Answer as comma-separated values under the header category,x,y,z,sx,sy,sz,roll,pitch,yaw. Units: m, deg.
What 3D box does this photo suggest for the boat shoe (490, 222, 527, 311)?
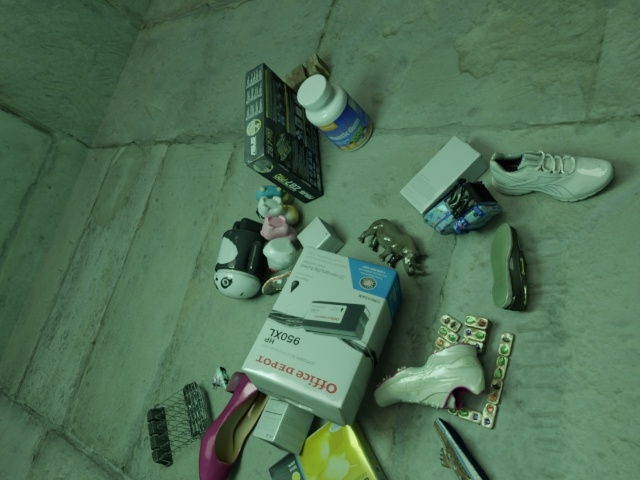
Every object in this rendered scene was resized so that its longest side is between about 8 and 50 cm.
category,x,y,z,sx,sy,sz,roll,pitch,yaw
boat shoe,0.477,0.067,1.250,0.081,0.068,0.228,129,153,-64

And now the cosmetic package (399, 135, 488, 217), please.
category,x,y,z,sx,sy,sz,roll,pitch,yaw
cosmetic package,0.355,-0.175,1.440,0.231,0.085,0.117,-44,51,10

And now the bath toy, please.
category,x,y,z,sx,sy,sz,roll,pitch,yaw
bath toy,-0.141,-0.032,1.681,0.348,0.151,0.129,-101,22,-43

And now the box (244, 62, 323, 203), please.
category,x,y,z,sx,sy,sz,roll,pitch,yaw
box,-0.125,-0.366,1.729,0.097,0.318,0.395,-20,60,28

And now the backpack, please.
category,x,y,z,sx,sy,sz,roll,pitch,yaw
backpack,0.372,-0.073,1.337,0.173,0.158,0.117,-42,68,31

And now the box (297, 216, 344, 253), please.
category,x,y,z,sx,sy,sz,roll,pitch,yaw
box,0.000,0.000,1.619,0.101,0.087,0.102,-44,50,12

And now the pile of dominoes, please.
category,x,y,z,sx,sy,sz,roll,pitch,yaw
pile of dominoes,0.358,0.312,1.242,0.196,0.040,0.251,8,74,39

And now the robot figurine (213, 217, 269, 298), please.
category,x,y,z,sx,sy,sz,roll,pitch,yaw
robot figurine,-0.275,0.065,1.736,0.173,0.209,0.278,8,72,6

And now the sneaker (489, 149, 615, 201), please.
category,x,y,z,sx,sy,sz,roll,pitch,yaw
sneaker,0.566,-0.171,1.250,0.297,0.129,0.111,3,70,36

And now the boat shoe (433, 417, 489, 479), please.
category,x,y,z,sx,sy,sz,roll,pitch,yaw
boat shoe,0.313,0.507,1.168,0.066,0.066,0.183,-45,50,14

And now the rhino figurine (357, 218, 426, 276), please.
category,x,y,z,sx,sy,sz,roll,pitch,yaw
rhino figurine,0.220,0.022,1.456,0.106,0.073,0.243,-54,50,8

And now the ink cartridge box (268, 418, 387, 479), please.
category,x,y,z,sx,sy,sz,roll,pitch,yaw
ink cartridge box,0.030,0.665,1.307,0.303,0.072,0.307,-42,48,13

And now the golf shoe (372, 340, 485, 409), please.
category,x,y,z,sx,sy,sz,roll,pitch,yaw
golf shoe,0.262,0.365,1.225,0.306,0.115,0.140,-37,59,29

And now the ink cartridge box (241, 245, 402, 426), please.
category,x,y,z,sx,sy,sz,roll,pitch,yaw
ink cartridge box,0.016,0.243,1.329,0.285,0.166,0.395,15,60,22

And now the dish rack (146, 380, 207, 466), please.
category,x,y,z,sx,sy,sz,roll,pitch,yaw
dish rack,-0.484,0.622,1.710,0.271,0.074,0.208,-36,54,16

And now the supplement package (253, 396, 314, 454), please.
category,x,y,z,sx,sy,sz,roll,pitch,yaw
supplement package,-0.091,0.492,1.410,0.105,0.105,0.179,-13,44,50

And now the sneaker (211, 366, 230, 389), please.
category,x,y,z,sx,sy,sz,roll,pitch,yaw
sneaker,-0.342,0.485,1.688,0.069,0.038,0.098,-48,40,11

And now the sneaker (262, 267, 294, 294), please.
category,x,y,z,sx,sy,sz,roll,pitch,yaw
sneaker,-0.128,0.152,1.667,0.158,0.061,0.065,-33,60,21

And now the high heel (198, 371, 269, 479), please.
category,x,y,z,sx,sy,sz,roll,pitch,yaw
high heel,-0.253,0.579,1.509,0.181,0.127,0.377,-11,60,45

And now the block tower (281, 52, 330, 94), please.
category,x,y,z,sx,sy,sz,roll,pitch,yaw
block tower,-0.122,-0.593,1.979,0.335,0.097,0.091,-31,53,23

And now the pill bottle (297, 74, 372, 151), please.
category,x,y,z,sx,sy,sz,roll,pitch,yaw
pill bottle,0.046,-0.424,1.657,0.152,0.272,0.152,-16,61,31
